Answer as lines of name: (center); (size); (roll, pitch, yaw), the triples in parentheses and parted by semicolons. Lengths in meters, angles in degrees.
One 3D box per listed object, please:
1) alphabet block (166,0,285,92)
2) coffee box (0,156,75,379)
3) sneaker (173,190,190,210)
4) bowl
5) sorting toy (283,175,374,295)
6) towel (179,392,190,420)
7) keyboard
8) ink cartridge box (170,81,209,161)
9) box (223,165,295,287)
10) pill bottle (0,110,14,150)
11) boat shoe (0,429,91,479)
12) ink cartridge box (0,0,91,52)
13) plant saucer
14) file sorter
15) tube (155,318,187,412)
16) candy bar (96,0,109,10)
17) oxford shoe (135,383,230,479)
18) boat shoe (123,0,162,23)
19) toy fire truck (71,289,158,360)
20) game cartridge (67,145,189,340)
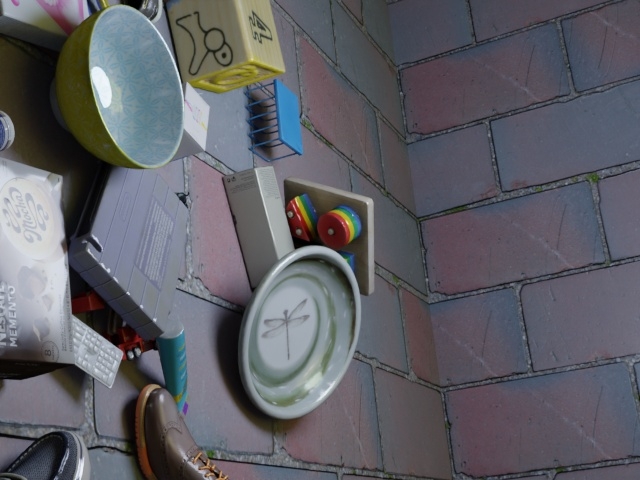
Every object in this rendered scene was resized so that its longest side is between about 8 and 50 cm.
alphabet block: (-0.217, -0.468, 2.135); (0.193, 0.192, 0.197); (-6, 83, -66)
coffee box: (-0.460, 0.042, 1.324); (0.168, 0.119, 0.297); (20, 58, -58)
sneaker: (-0.298, -0.094, 1.873); (0.038, 0.069, 0.098); (-78, 147, -48)
bowl: (-0.383, -0.258, 1.639); (0.289, 0.156, 0.289); (-8, 90, -68)
sorting toy: (0.000, 0.000, 2.247); (0.089, 0.257, 0.255); (-31, 128, -44)
towel: (-0.275, 0.317, 1.766); (0.060, 0.009, 0.083); (59, 27, -34)
keyboard: (-0.415, 0.144, 1.471); (0.256, 0.014, 0.072); (45, 36, -35)
ink cartridge box: (-0.298, -0.255, 1.941); (0.090, 0.092, 0.143); (48, 34, -48)
box: (-0.138, -0.034, 2.192); (0.113, 0.094, 0.275); (-15, 91, -68)
pill bottle: (-0.520, -0.159, 1.380); (0.120, 0.067, 0.067); (-34, 108, -67)
boat shoe: (-0.424, 0.353, 1.221); (0.340, 0.127, 0.158); (-74, 151, -50)
ink cartridge box: (-0.496, -0.504, 1.647); (0.330, 0.071, 0.324); (2, 75, -66)
plant saucer: (-0.066, 0.203, 2.105); (0.400, 0.101, 0.400); (-15, 110, -47)
file sorter: (-0.122, -0.304, 2.376); (0.118, 0.105, 0.170); (30, 49, -60)
tube: (-0.269, 0.238, 1.703); (0.080, 0.052, 0.207); (-66, 161, -50)
candy bar: (-0.425, -0.458, 1.811); (0.040, 0.018, 0.161); (-102, 176, -52)
oxford shoe: (-0.223, 0.419, 1.662); (0.363, 0.133, 0.130); (71, 23, -12)
boat shoe: (-0.382, -0.573, 1.940); (0.069, 0.081, 0.227); (6, 74, -71)
toy fire truck: (-0.355, 0.145, 1.622); (0.192, 0.047, 0.135); (-14, 91, -68)
game cartridge: (-0.339, -0.010, 1.679); (0.355, 0.068, 0.230); (-88, 153, -51)
